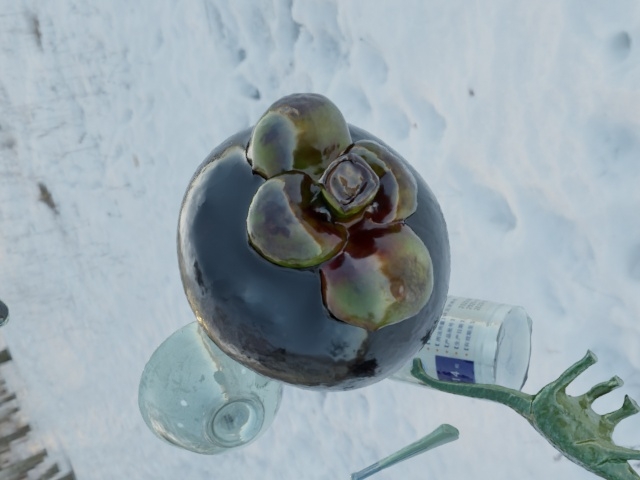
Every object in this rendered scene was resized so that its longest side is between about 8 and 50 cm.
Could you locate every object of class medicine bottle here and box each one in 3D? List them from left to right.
[{"bbox_3d":[0.227,0.199,1.486,0.332,0.190,0.190,6,113,36],"label":"medicine bottle"}]

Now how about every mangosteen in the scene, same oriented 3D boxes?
[{"bbox_3d":[0.000,0.000,0.694,0.275,0.275,0.302,65,162,13],"label":"mangosteen"}]

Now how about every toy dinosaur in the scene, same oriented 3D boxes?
[{"bbox_3d":[0.344,0.311,1.171,0.301,0.087,0.447,-38,62,22],"label":"toy dinosaur"}]

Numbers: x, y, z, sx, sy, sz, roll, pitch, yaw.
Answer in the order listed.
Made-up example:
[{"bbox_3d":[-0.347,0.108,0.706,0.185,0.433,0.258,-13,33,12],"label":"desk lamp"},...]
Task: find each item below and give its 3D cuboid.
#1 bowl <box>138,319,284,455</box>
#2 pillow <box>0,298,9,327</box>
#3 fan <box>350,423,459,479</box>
[{"bbox_3d":[-0.184,0.312,1.459,0.146,0.313,0.313,-140,40,-57],"label":"bowl"},{"bbox_3d":[-0.371,0.086,0.721,0.091,0.135,0.055,47,170,-12],"label":"pillow"},{"bbox_3d":[0.115,0.305,1.059,0.193,0.038,0.016,-37,35,31],"label":"fan"}]
